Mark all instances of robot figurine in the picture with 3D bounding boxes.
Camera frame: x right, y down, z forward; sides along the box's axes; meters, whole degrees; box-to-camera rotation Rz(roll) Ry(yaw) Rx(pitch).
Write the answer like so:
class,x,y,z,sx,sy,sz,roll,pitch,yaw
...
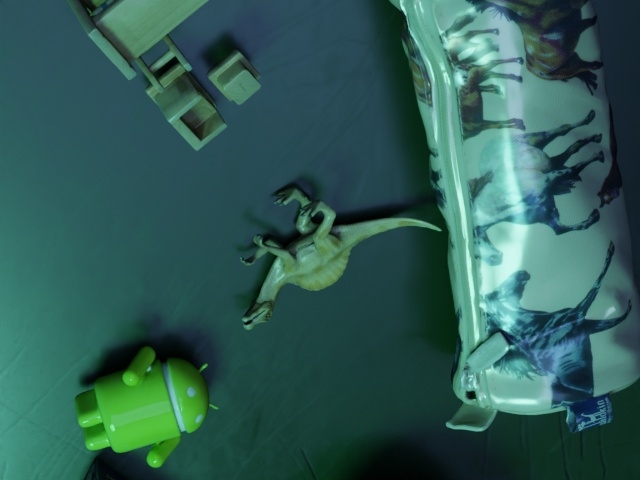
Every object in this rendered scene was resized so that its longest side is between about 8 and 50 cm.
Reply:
class,x,y,z,sx,sy,sz,roll,pitch,yaw
robot figurine,-0.145,0.136,1.662,0.115,0.067,0.101,-15,119,-4

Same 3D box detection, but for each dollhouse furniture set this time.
class,x,y,z,sx,sy,sz,roll,pitch,yaw
dollhouse furniture set,-0.084,-0.194,1.576,0.182,0.101,0.161,-38,133,4

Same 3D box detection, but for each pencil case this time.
class,x,y,z,sx,sy,sz,roll,pitch,yaw
pencil case,0.154,-0.054,1.592,0.183,0.160,0.410,-31,117,-44

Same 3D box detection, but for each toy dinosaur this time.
class,x,y,z,sx,sy,sz,roll,pitch,yaw
toy dinosaur,0.000,0.000,1.661,0.183,0.053,0.092,-31,126,2

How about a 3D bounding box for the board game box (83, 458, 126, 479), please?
class,x,y,z,sx,sy,sz,roll,pitch,yaw
board game box,-0.180,0.322,1.718,0.194,0.060,0.194,40,99,-17
